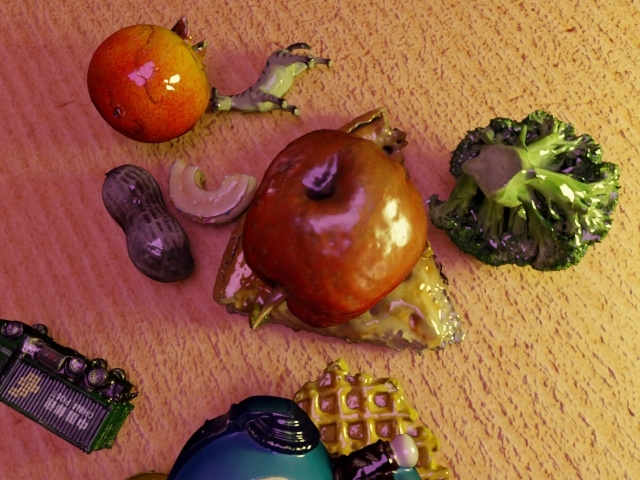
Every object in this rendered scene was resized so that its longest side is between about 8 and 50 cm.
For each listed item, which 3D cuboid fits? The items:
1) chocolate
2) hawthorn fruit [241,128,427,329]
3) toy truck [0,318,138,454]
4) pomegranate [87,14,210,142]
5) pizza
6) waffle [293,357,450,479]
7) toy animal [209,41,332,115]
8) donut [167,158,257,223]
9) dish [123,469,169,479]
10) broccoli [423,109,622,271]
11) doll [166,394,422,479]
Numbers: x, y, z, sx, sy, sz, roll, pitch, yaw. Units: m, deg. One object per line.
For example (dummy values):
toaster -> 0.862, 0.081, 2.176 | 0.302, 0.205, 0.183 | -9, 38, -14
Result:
chocolate -> -0.305, -0.029, 0.909 | 0.110, 0.110, 0.248 | -35, 67, -5
hawthorn fruit -> 0.016, -0.017, 0.725 | 0.258, 0.258, 0.262 | 42, 109, 16
toy truck -> -0.435, 0.229, 0.853 | 0.259, 0.088, 0.121 | 25, 77, 12
pomegranate -> -0.299, -0.289, 0.936 | 0.210, 0.210, 0.235 | 27, 78, 13
pizza -> 0.000, 0.007, 0.879 | 0.391, 0.080, 0.435 | -15, 70, 1
waffle -> 0.041, 0.326, 0.754 | 0.290, 0.051, 0.291 | -2, 72, 8
toy animal -> -0.100, -0.301, 0.991 | 0.175, 0.073, 0.217 | 26, 73, 28
donut -> -0.200, -0.077, 0.933 | 0.165, 0.065, 0.108 | 16, 76, 10
dish -> -0.271, 0.408, 0.768 | 0.208, 0.149, 0.080 | -48, 37, -2
broccoli -> 0.309, -0.076, 0.800 | 0.261, 0.241, 0.269 | -48, 51, 12
doll -> -0.037, 0.332, 0.624 | 0.309, 0.240, 0.285 | 3, 100, -3
